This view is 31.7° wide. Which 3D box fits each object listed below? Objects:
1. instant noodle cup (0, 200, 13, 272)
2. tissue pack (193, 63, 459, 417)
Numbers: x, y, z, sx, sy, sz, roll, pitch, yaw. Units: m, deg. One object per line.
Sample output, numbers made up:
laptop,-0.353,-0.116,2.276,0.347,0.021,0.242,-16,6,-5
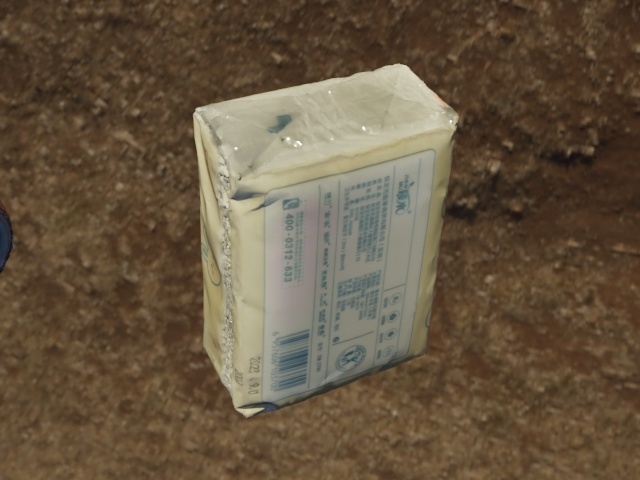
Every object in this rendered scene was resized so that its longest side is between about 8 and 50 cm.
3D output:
instant noodle cup,-0.214,-0.032,0.522,0.135,0.127,0.127,49,142,24
tissue pack,0.000,0.000,0.705,0.148,0.092,0.196,-15,134,-21
